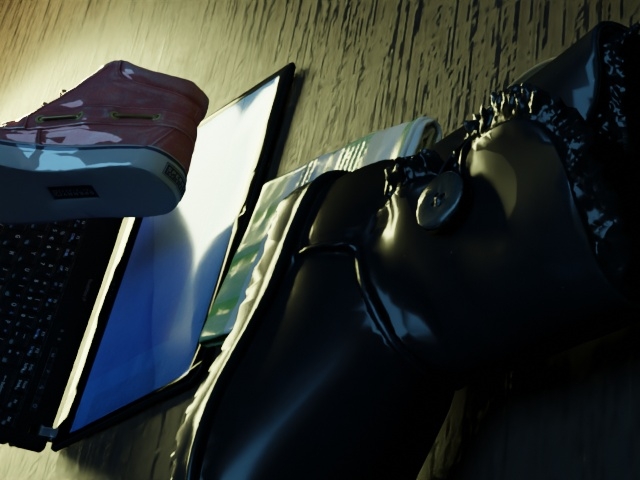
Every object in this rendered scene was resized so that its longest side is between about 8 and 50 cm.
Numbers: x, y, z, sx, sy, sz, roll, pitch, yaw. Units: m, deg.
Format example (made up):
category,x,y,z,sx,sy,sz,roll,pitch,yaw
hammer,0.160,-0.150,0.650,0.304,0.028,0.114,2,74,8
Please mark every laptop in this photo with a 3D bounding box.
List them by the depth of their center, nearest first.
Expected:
category,x,y,z,sx,sy,sz,roll,pitch,yaw
laptop,-0.171,-0.007,1.092,0.137,0.264,0.234,96,-172,-54

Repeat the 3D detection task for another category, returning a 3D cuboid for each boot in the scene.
category,x,y,z,sx,sy,sz,roll,pitch,yaw
boot,0.047,0.042,0.704,0.207,0.094,0.246,-26,39,46

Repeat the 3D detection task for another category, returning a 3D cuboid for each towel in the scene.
category,x,y,z,sx,sy,sz,roll,pitch,yaw
towel,0.000,0.000,0.928,0.152,0.023,0.113,-20,41,55

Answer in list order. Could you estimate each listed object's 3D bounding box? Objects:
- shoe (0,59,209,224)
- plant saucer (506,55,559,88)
category,x,y,z,sx,sy,sz,roll,pitch,yaw
shoe,-0.154,-0.059,1.079,0.178,0.063,0.081,1,51,21
plant saucer,0.097,-0.045,0.811,0.083,0.015,0.083,-40,31,29
